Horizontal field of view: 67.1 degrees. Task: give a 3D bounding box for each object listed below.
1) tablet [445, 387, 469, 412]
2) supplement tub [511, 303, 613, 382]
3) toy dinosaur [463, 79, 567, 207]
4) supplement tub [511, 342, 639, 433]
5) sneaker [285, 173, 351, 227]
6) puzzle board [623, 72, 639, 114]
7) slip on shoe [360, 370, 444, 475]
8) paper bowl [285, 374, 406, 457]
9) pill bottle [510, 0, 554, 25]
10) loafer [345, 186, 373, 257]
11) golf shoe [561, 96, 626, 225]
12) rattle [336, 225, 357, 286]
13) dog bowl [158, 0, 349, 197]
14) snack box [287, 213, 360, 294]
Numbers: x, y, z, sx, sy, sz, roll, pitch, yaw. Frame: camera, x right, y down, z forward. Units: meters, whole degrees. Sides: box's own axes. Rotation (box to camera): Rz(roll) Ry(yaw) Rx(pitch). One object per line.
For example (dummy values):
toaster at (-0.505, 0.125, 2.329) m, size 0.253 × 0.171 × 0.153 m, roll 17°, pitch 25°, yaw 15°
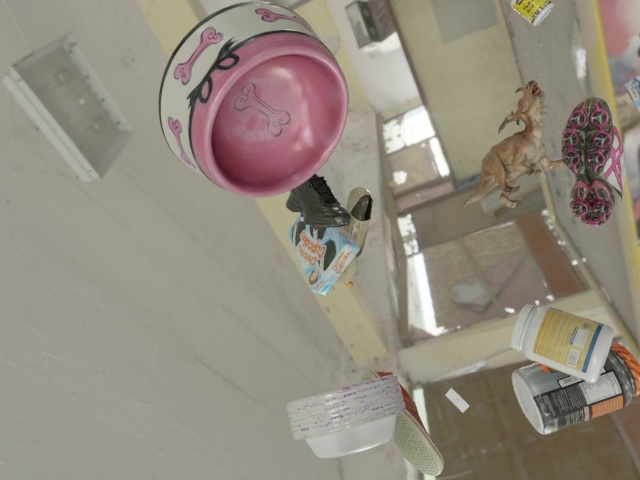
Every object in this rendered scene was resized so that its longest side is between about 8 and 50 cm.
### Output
tablet at (0.485, 0.568, 1.716) m, size 0.006 × 0.054 × 0.083 m, roll -26°, pitch -122°, yaw -36°
supplement tub at (0.592, 0.246, 1.188) m, size 0.144 × 0.200 × 0.144 m, roll -28°, pitch -54°, yaw -45°
toy dinosaur at (0.449, -0.206, 1.145) m, size 0.127 × 0.295 × 0.200 m, roll 5°, pitch -130°, yaw -44°
supplement tub at (0.800, 0.453, 1.508) m, size 0.207 × 0.338 × 0.207 m, roll -20°, pitch -90°, yaw -89°
sneaker at (-0.011, -0.119, 1.366) m, size 0.109 × 0.286 × 0.130 m, roll -6°, pitch -66°, yaw -35°
puzzle board at (0.998, -0.449, 1.485) m, size 0.096 × 0.011 × 0.128 m, roll 128°, pitch 120°, yaw -75°
slip on shoe at (0.241, 0.498, 1.360) m, size 0.101 × 0.123 × 0.331 m, roll -7°, pitch -140°, yaw -32°
paper bowl at (0.068, 0.429, 1.173) m, size 0.284 × 0.284 × 0.148 m, roll 28°, pitch -136°, yaw -65°
pill bottle at (0.530, -0.611, 1.234) m, size 0.116 × 0.065 × 0.065 m, roll 46°, pitch -165°, yaw 10°
loafer at (0.121, -0.057, 1.677) m, size 0.092 × 0.102 × 0.268 m, roll -173°, pitch 92°, yaw -75°
golf shoe at (0.394, -0.119, 0.690) m, size 0.086 × 0.067 × 0.186 m, roll -35°, pitch -58°, yaw -30°
rattle at (0.095, 0.048, 1.590) m, size 0.143 × 0.130 × 0.199 m, roll 17°, pitch -103°, yaw -36°
dog bowl at (-0.116, -0.266, 1.017) m, size 0.150 × 0.408 × 0.408 m, roll 47°, pitch -179°, yaw 36°
snack box at (0.000, 0.000, 1.524) m, size 0.060 × 0.187 × 0.322 m, roll 22°, pitch -156°, yaw -31°
